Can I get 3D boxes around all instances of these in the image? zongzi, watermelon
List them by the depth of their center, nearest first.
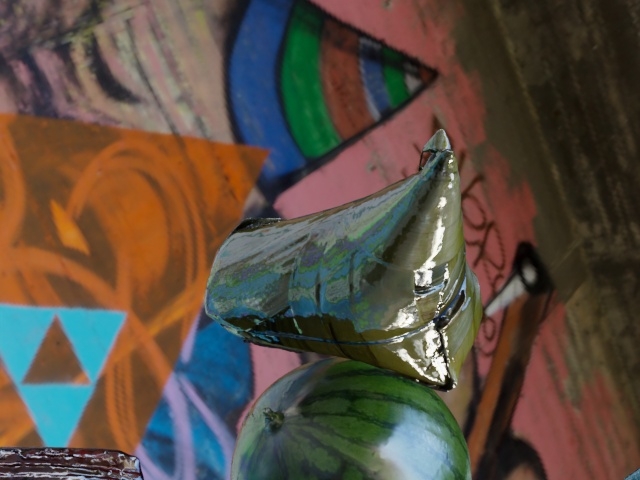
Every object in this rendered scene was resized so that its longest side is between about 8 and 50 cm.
[{"bbox_3d":[0.000,0.000,0.862,0.260,0.123,0.289,10,-30,21],"label":"zongzi"},{"bbox_3d":[0.030,0.235,1.040,0.242,0.242,0.242,18,-56,28],"label":"watermelon"}]

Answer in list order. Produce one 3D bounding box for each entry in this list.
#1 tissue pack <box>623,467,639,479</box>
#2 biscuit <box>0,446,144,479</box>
[{"bbox_3d":[0.368,0.276,0.979,0.120,0.082,0.169,-46,-136,35],"label":"tissue pack"},{"bbox_3d":[-0.169,0.227,0.577,0.063,0.151,0.235,96,-9,-71],"label":"biscuit"}]
